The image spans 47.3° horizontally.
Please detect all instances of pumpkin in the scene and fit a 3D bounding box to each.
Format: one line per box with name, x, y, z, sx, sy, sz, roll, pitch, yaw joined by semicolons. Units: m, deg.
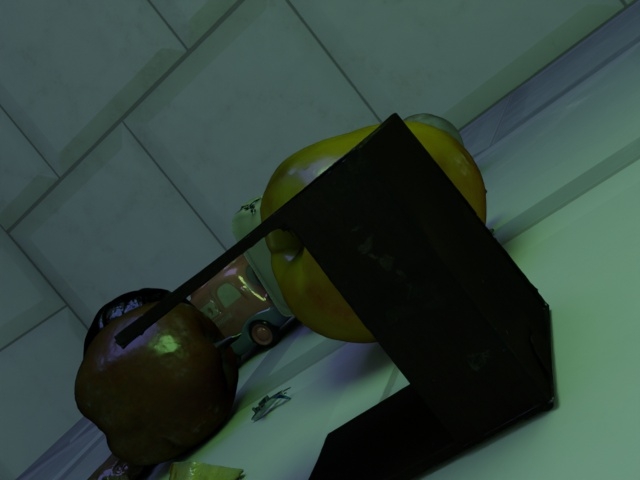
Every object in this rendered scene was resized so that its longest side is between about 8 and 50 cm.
pumpkin;-0.373;0.255;1.620;0.315;0.315;0.238;-37;-2;19

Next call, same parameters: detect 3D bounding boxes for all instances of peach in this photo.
peach;0.085;-0.019;0.988;0.308;0.289;0.289;-13;-6;-24

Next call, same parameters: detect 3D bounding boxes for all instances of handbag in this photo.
handbag;0.000;0.000;1.340;0.160;0.237;0.358;-43;16;-28

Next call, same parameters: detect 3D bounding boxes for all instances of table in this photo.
table;0.022;0.076;0.673;0.282;0.250;0.196;-37;6;22

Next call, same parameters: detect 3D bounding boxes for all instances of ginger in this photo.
ginger;-0.384;0.439;1.346;0.213;0.074;0.137;-37;-3;-40

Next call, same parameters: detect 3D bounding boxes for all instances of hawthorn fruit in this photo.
hawthorn fruit;-0.267;0.230;1.280;0.301;0.268;0.268;-35;5;16

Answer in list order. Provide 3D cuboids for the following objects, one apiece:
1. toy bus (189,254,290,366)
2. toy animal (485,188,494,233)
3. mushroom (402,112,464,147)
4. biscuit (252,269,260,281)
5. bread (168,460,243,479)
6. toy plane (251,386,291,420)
toy bus;-0.185;0.146;1.709;0.287;0.232;0.194;-38;1;31
toy animal;0.209;-0.002;1.127;0.069;0.086;0.220;-36;22;56
mushroom;0.258;-0.180;1.797;0.243;0.243;0.243;-38;5;4
biscuit;-0.029;0.048;1.620;0.254;0.254;0.035;-43;-36;-47
bread;-0.149;0.333;0.916;0.084;0.080;0.109;-33;43;50
toy plane;-0.080;0.251;1.125;0.084;0.024;0.078;-36;-13;26
